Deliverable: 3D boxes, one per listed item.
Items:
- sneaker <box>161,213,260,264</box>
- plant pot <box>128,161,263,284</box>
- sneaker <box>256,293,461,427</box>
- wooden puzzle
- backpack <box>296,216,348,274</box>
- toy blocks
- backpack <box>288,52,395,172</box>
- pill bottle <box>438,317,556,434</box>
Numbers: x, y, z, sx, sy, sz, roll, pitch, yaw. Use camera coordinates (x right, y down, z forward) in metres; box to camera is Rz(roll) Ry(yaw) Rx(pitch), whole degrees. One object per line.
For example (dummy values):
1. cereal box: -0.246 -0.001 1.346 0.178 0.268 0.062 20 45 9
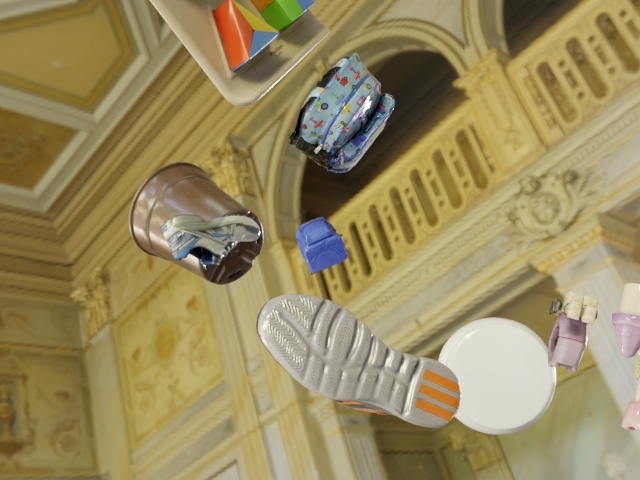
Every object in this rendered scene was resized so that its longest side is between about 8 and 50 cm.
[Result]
1. sneaker: -0.130 0.004 0.963 0.135 0.058 0.052 -3 -20 -40
2. plant pot: -0.187 -0.020 1.250 0.167 0.165 0.167 -26 -51 -36
3. sneaker: 0.030 0.185 1.139 0.321 0.124 0.180 31 -20 -16
4. wooden puzzle: -0.149 -0.434 1.324 0.348 0.322 0.080 49 -45 -13
5. backpack: 0.000 0.000 1.731 0.098 0.120 0.101 -18 -68 -5
6. toy blocks: 0.465 0.228 1.070 0.309 0.260 0.288 15 -11 6
7. backpack: 0.038 -0.199 1.224 0.158 0.117 0.173 -52 -3 -14
8. pill bottle: 0.347 0.269 1.581 0.224 0.224 0.392 -21 -12 6
